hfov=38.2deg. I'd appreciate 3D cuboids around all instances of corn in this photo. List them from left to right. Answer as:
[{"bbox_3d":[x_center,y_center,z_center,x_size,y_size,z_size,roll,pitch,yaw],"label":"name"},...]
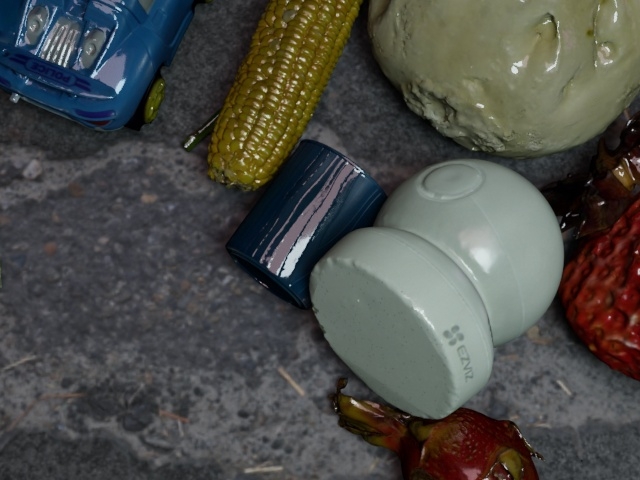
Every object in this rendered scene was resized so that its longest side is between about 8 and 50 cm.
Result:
[{"bbox_3d":[-0.031,-0.187,0.979,0.101,0.102,0.313,19,74,2],"label":"corn"}]

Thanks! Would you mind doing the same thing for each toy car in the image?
[{"bbox_3d":[-0.224,-0.269,0.967,0.198,0.166,0.314,24,75,-1],"label":"toy car"}]

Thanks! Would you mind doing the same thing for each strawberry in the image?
[{"bbox_3d":[0.428,0.047,0.891,0.291,0.310,0.292,10,71,-31],"label":"strawberry"}]

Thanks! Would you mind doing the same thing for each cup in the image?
[{"bbox_3d":[-0.001,-0.004,0.934,0.150,0.113,0.138,36,79,8],"label":"cup"}]

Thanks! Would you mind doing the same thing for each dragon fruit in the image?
[{"bbox_3d":[0.110,0.209,0.892,0.246,0.125,0.125,26,47,23],"label":"dragon fruit"}]

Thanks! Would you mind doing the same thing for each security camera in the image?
[{"bbox_3d":[0.129,0.029,0.881,0.194,0.194,0.236,46,63,8],"label":"security camera"}]

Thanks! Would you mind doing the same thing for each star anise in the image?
[{"bbox_3d":[0.286,-0.060,0.951,0.053,0.157,0.212,45,71,-7],"label":"star anise"}]

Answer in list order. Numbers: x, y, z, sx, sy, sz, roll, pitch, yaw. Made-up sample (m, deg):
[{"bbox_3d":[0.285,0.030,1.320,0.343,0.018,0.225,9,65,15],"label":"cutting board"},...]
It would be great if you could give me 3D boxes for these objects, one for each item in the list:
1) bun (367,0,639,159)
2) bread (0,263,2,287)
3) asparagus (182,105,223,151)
[{"bbox_3d":[0.215,-0.270,0.956,0.326,0.234,0.362,-4,83,-9],"label":"bun"},{"bbox_3d":[-0.405,0.026,0.949,0.153,0.028,0.068,-8,77,-6],"label":"bread"},{"bbox_3d":[-0.094,-0.159,1.018,0.016,0.016,0.163,34,77,25],"label":"asparagus"}]
